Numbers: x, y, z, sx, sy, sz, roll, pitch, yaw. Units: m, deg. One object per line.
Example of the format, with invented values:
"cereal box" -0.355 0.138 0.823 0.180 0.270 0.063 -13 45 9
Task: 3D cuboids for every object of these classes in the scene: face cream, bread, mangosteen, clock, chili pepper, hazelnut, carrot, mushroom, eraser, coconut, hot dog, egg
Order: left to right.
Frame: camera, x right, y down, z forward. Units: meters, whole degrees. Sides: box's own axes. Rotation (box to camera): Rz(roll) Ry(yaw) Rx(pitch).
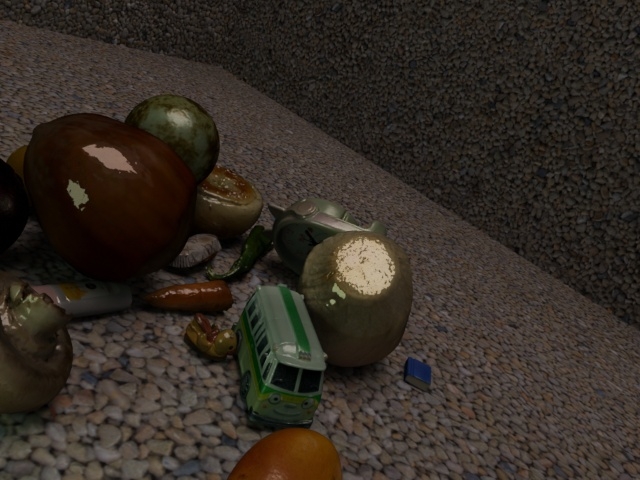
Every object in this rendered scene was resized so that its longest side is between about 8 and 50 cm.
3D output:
"mangosteen" -0.680 -0.053 1.101 0.228 0.228 0.265 34 56 20
"mushroom" -0.454 0.141 0.881 0.226 0.178 0.226 61 -5 9
"face cream" -0.463 0.111 1.138 0.084 0.057 0.198 39 25 32
"hazelnut" -0.429 -0.086 1.228 0.366 0.366 0.366 22 22 -9
"egg" -0.368 -0.242 1.482 0.238 0.238 0.289 21 15 -12
"carrot" -0.289 0.123 1.292 0.205 0.072 0.072 2 31 -42
"hot dog" -0.313 0.027 1.484 0.099 0.053 0.192 14 19 13
"bread" -0.306 -0.110 1.681 0.305 0.159 0.305 18 24 -8
"chili pepper" -0.197 0.030 1.608 0.085 0.076 0.359 47 21 -3
"clock" 0.000 0.000 1.611 0.324 0.265 0.108 27 52 4
"coconut" 0.074 0.137 1.392 0.329 0.329 0.329 22 22 -9
"eraser" 0.237 0.324 1.458 0.063 0.027 0.084 27 21 1

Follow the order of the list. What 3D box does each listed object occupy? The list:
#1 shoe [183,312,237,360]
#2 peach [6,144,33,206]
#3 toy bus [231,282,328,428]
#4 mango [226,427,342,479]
"shoe" -0.222 0.195 1.197 0.109 0.069 0.072 31 22 30
"peach" -0.631 -0.151 1.446 0.251 0.153 0.251 16 8 -2
"toy bus" -0.081 0.216 1.172 0.134 0.164 0.276 14 24 -24
"mango" -0.045 0.372 0.894 0.187 0.138 0.257 37 27 -3
